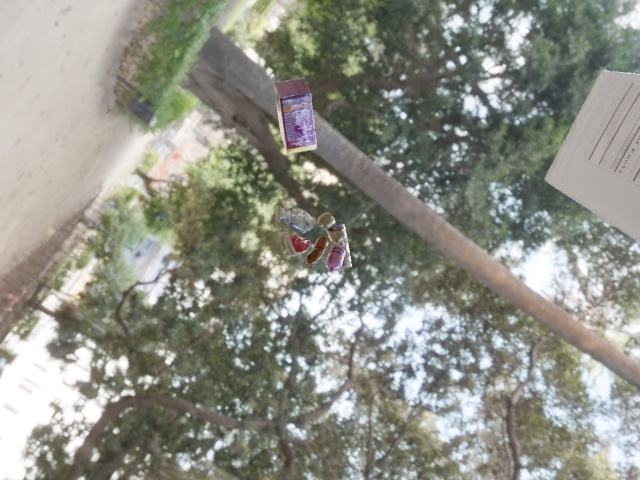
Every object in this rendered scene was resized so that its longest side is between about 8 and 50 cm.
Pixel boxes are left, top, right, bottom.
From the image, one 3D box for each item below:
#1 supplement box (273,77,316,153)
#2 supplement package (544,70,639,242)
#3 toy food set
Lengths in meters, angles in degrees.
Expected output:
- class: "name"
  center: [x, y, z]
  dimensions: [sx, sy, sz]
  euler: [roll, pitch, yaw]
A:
- class: "supplement box"
  center: [-0.034, -0.168, 0.884]
  dimensions: [0.043, 0.083, 0.055]
  euler: [-11, -143, -6]
- class: "supplement package"
  center: [0.333, -0.065, 0.607]
  dimensions: [0.244, 0.139, 0.134]
  euler: [-87, -161, -73]
- class: "toy food set"
  center: [0.000, 0.000, 0.763]
  dimensions: [0.019, 0.122, 0.078]
  euler: [-20, -106, 37]
